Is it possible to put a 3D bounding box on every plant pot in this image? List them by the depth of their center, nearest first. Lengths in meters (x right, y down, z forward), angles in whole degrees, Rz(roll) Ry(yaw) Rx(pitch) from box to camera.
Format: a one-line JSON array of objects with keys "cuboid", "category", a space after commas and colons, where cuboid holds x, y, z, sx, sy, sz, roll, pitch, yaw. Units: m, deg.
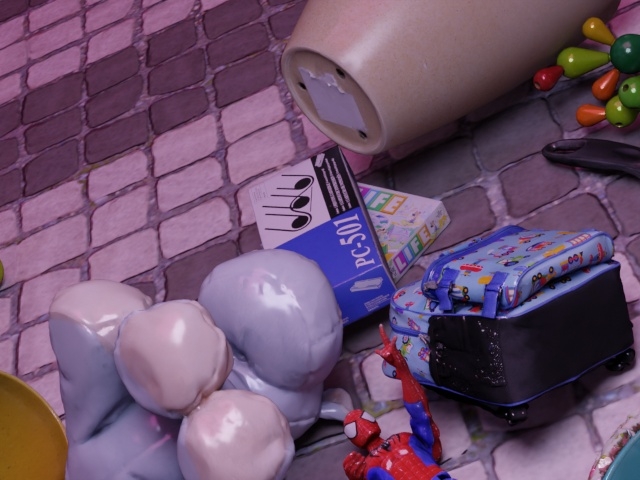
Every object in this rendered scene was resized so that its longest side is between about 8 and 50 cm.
[{"cuboid": [-0.295, 0.191, 1.316, 0.095, 0.134, 0.134, -42, 28, 25], "category": "plant pot"}, {"cuboid": [0.100, -0.212, 1.424, 0.256, 0.256, 0.274, 18, 56, 47], "category": "plant pot"}]

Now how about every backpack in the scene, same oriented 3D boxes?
[{"cuboid": [0.129, 0.056, 1.163, 0.158, 0.117, 0.173, -21, 16, -36], "category": "backpack"}]

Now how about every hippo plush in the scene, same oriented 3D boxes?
[{"cuboid": [-0.062, 0.138, 1.168, 0.234, 0.294, 0.236, 32, 38, 31], "category": "hippo plush"}]

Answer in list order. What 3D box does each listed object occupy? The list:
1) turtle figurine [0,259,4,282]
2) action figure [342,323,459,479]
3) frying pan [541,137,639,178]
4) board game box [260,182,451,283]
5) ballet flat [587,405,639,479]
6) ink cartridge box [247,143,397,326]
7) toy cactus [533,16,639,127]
[{"cuboid": [-0.459, 0.055, 1.625, 0.217, 0.087, 0.269, 7, 39, 31], "category": "turtle figurine"}, {"cuboid": [0.077, 0.167, 1.065, 0.091, 0.139, 0.280, -36, 32, -12], "category": "action figure"}, {"cuboid": [0.302, -0.040, 1.240, 0.326, 0.053, 0.197, -13, 30, 38], "category": "frying pan"}, {"cuboid": [0.031, -0.007, 1.411, 0.154, 0.026, 0.103, 14, 52, 45], "category": "board game box"}, {"cuboid": [0.268, 0.121, 1.050, 0.241, 0.091, 0.077, -35, 4, -17], "category": "ballet flat"}, {"cuboid": [0.000, 0.000, 1.358, 0.097, 0.046, 0.207, -26, 34, 5], "category": "ink cartridge box"}, {"cuboid": [0.314, -0.172, 1.361, 0.180, 0.112, 0.219, -33, 19, -36], "category": "toy cactus"}]
